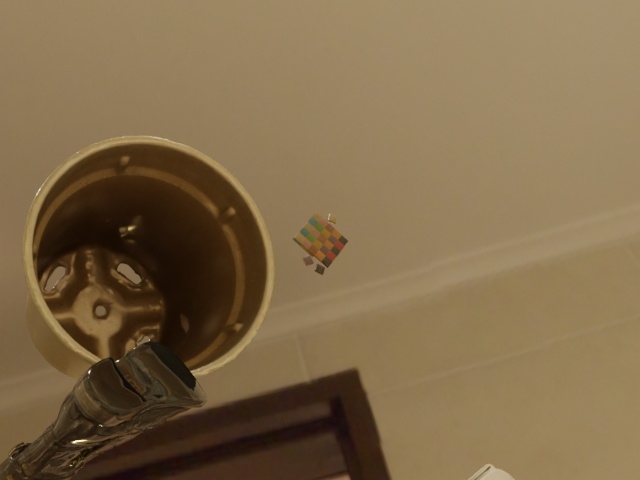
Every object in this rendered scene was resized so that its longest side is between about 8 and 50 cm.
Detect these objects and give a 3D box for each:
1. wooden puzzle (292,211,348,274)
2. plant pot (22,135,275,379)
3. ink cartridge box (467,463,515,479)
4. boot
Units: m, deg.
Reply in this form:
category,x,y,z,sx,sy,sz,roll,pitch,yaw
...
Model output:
category,x,y,z,sx,sy,sz,roll,pitch,yaw
wooden puzzle,0.000,0.000,1.057,0.049,0.083,0.006,42,-43,-3
plant pot,-0.275,0.066,1.375,0.334,0.334,0.305,14,-24,-22
ink cartridge box,0.105,0.311,0.701,0.237,0.172,0.100,-57,-22,21
boot,-0.267,0.225,1.104,0.229,0.091,0.263,-44,-18,15
